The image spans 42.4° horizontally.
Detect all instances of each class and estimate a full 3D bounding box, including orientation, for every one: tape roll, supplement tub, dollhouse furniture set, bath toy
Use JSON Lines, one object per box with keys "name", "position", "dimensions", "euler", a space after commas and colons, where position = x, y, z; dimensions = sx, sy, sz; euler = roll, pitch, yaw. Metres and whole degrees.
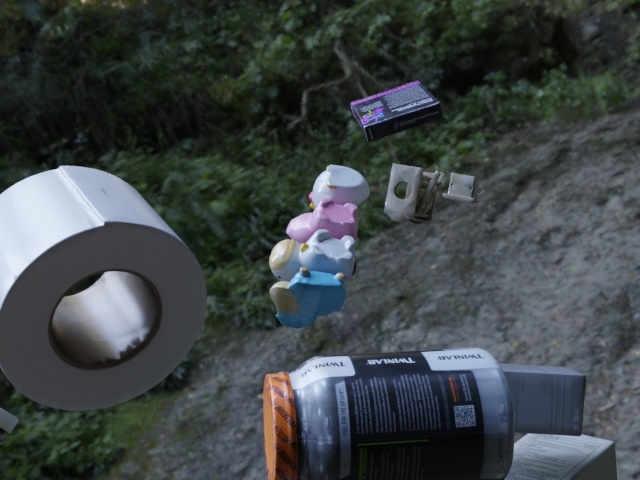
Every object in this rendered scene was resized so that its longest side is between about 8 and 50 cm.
{"name": "tape roll", "position": [-0.279, 0.055, 0.983], "dimensions": [0.246, 0.246, 0.169], "euler": [-27, 38, -20]}
{"name": "supplement tub", "position": [0.051, 0.150, 0.677], "dimensions": [0.190, 0.117, 0.117], "euler": [-1, -11, -10]}
{"name": "dollhouse furniture set", "position": [0.228, -0.071, 1.524], "dimensions": [0.161, 0.101, 0.182], "euler": [12, 4, 25]}
{"name": "bath toy", "position": [0.000, 0.000, 1.504], "dimensions": [0.348, 0.151, 0.129], "euler": [-73, -5, -49]}

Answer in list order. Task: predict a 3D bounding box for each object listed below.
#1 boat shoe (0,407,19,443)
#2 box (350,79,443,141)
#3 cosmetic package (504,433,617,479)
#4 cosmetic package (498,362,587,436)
{"name": "boat shoe", "position": [-0.506, 0.215, 1.012], "dimensions": [0.305, 0.091, 0.109], "euler": [7, -28, 29]}
{"name": "box", "position": [0.111, -0.197, 1.249], "dimensions": [0.116, 0.029, 0.162], "euler": [-18, 21, 2]}
{"name": "cosmetic package", "position": [0.350, 0.418, 1.328], "dimensions": [0.153, 0.129, 0.296], "euler": [1, 10, 42]}
{"name": "cosmetic package", "position": [0.277, 0.243, 1.292], "dimensions": [0.238, 0.107, 0.127], "euler": [6, -2, -2]}
